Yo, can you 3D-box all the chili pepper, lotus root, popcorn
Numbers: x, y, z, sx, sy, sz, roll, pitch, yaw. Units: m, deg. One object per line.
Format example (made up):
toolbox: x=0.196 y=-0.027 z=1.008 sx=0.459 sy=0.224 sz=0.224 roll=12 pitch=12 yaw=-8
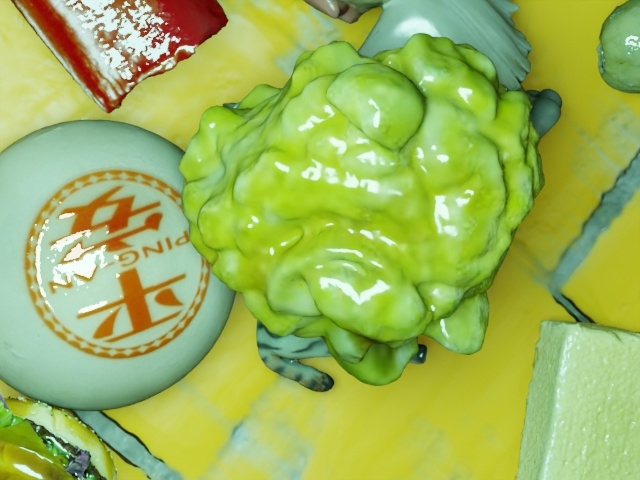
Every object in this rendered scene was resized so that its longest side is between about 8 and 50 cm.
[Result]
chili pepper: x=-0.217 y=-0.267 z=1.476 sx=0.134 sy=0.131 sz=0.338 roll=-34 pitch=105 yaw=14
lotus root: x=0.322 y=-0.179 z=1.646 sx=0.183 sy=0.090 sz=0.077 roll=-16 pitch=56 yaw=-15
popcorn: x=0.042 y=-0.031 z=1.412 sx=0.242 sy=0.250 sz=0.235 roll=26 pitch=51 yaw=-29

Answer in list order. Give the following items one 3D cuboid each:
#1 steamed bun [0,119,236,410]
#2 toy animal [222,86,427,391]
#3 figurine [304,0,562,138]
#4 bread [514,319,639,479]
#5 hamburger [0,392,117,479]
steamed bun: x=-0.172 y=0.020 z=1.492 sx=0.232 sy=0.145 sz=0.232 roll=-1 pitch=93 yaw=-15
toy animal: x=0.017 y=-0.006 z=1.577 sx=0.170 sy=0.090 sz=0.255 roll=-10 pitch=93 yaw=-10
figurine: x=0.050 y=-0.230 z=1.534 sx=0.207 sy=0.166 sz=0.387 roll=-43 pitch=106 yaw=-27
bread: x=0.237 y=0.165 z=1.649 sx=0.125 sy=0.068 sz=0.188 roll=9 pitch=91 yaw=-15
hamburger: x=-0.229 y=0.184 z=1.484 sx=0.164 sy=0.093 sz=0.189 roll=-6 pitch=128 yaw=23
